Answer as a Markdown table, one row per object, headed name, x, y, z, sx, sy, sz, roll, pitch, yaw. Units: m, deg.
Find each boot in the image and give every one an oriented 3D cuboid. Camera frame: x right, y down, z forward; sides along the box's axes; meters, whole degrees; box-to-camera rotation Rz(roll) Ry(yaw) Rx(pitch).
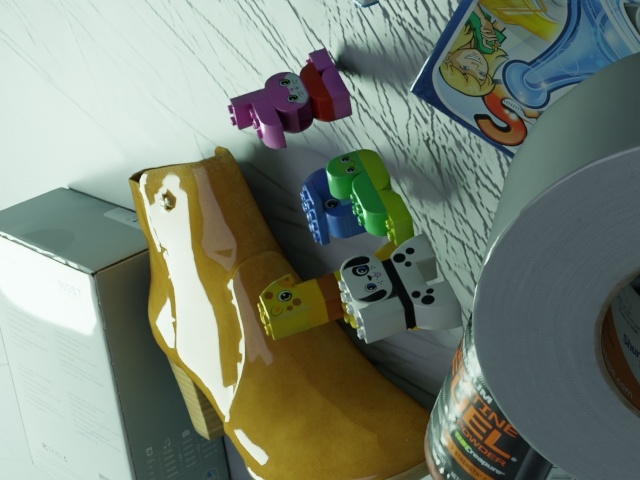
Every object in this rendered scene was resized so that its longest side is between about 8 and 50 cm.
| name | x | y | z | sx | sy | sz | roll | pitch | yaw |
| --- | --- | --- | --- | --- | --- | --- | --- | --- | --- |
| boot | -0.039 | 0.045 | 1.070 | 0.295 | 0.104 | 0.211 | 10 | 118 | 56 |

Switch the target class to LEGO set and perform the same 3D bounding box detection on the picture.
| name | x | y | z | sx | sy | sz | roll | pitch | yaw |
| --- | --- | --- | --- | --- | --- | --- | --- | --- | --- |
| LEGO set | 0.000 | 0.000 | 0.940 | 0.087 | 0.093 | 0.227 | 79 | 170 | -45 |

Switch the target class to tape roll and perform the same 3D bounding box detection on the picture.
| name | x | y | z | sx | sy | sz | roll | pitch | yaw |
| --- | --- | --- | --- | --- | --- | --- | --- | --- | --- |
| tape roll | 0.177 | 0.024 | 0.686 | 0.219 | 0.072 | 0.219 | 9 | 130 | 10 |

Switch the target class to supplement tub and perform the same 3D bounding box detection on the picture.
| name | x | y | z | sx | sy | sz | roll | pitch | yaw |
| --- | --- | --- | --- | --- | --- | --- | --- | --- | --- |
| supplement tub | 0.125 | 0.062 | 0.853 | 0.106 | 0.106 | 0.198 | 45 | 141 | 27 |

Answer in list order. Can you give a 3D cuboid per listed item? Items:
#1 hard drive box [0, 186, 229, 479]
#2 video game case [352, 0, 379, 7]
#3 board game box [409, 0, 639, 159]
| name | x | y | z | sx | sy | sz | roll | pitch | yaw |
| --- | --- | --- | --- | --- | --- | --- | --- | --- | --- |
| hard drive box | -0.174 | 0.093 | 1.298 | 0.181 | 0.089 | 0.232 | 20 | 126 | 47 |
| video game case | 0.000 | -0.231 | 0.922 | 0.119 | 0.015 | 0.166 | 39 | 139 | 35 |
| board game box | 0.153 | -0.063 | 0.731 | 0.201 | 0.035 | 0.136 | 33 | 141 | 3 |
